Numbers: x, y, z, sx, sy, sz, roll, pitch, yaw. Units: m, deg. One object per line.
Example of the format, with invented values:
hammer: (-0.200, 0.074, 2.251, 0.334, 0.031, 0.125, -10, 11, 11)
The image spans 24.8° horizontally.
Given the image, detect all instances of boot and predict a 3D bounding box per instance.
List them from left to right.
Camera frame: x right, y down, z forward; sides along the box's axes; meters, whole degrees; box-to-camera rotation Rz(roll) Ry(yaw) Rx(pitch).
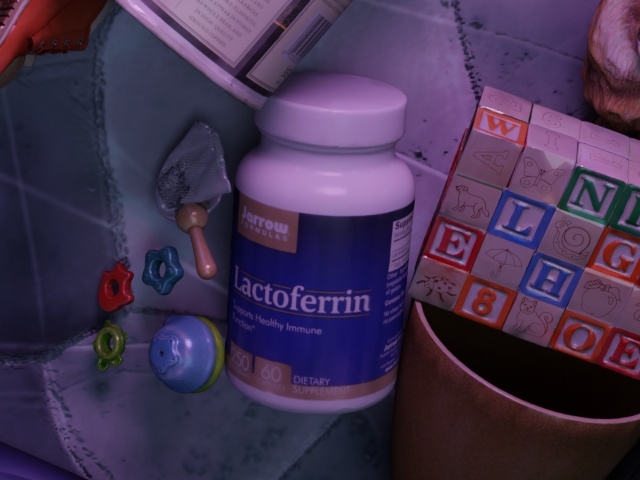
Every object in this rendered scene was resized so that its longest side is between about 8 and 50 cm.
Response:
boot: (-0.222, -0.163, 1.140, 0.084, 0.059, 0.158, 50, 62, -34)

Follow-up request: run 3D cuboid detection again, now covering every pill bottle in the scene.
pill bottle: (0.000, 0.000, 1.231, 0.153, 0.153, 0.264, -1, 110, -13)

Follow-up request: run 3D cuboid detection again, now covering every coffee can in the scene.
coffee can: (-0.032, -0.265, 1.093, 0.201, 0.201, 0.275, 39, 98, -23)

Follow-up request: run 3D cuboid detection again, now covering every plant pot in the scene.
plant pot: (0.158, 0.176, 1.314, 0.237, 0.237, 0.254, 9, 122, -17)

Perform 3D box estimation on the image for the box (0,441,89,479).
box: (-0.286, 0.300, 1.199, 0.294, 0.296, 0.182, 30, 101, -23)

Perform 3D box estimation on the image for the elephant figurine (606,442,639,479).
elephant figurine: (0.383, 0.192, 1.417, 0.169, 0.186, 0.239, 26, 93, 22)

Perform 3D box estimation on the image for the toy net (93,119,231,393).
toy net: (-0.125, 0.011, 1.252, 0.045, 0.122, 0.232, 7, 97, -54)

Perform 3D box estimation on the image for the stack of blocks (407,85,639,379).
stack of blocks: (0.242, 0.009, 1.210, 0.297, 0.087, 0.171, 21, 122, 2)

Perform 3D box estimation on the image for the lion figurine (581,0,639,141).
lion figurine: (0.366, -0.089, 1.305, 0.392, 0.142, 0.240, 27, 102, -30)

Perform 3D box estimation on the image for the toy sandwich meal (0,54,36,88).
toy sandwich meal: (-0.273, -0.158, 1.172, 0.086, 0.029, 0.085, -3, 111, -9)
